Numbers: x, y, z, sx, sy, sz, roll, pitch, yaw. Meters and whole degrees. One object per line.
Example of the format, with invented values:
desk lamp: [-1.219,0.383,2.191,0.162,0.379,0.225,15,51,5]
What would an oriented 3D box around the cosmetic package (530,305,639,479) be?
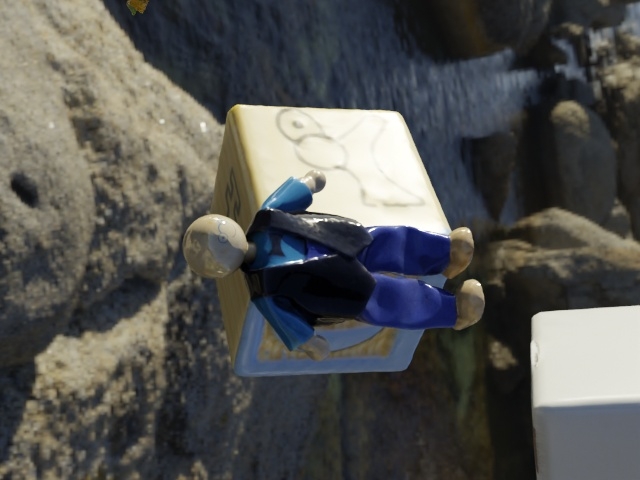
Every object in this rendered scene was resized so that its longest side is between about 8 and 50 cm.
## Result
cosmetic package: [0.192,0.070,0.331,0.117,0.231,0.085,-39,122,-73]

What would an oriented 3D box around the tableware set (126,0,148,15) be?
tableware set: [-0.164,-0.309,1.018,0.154,0.024,0.104,-64,-164,4]

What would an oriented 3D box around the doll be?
doll: [0.006,0.011,0.592,0.189,0.046,0.129,6,62,-24]

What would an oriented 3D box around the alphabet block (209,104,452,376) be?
alphabet block: [0.000,0.000,0.959,0.197,0.192,0.193,-106,-156,-42]
